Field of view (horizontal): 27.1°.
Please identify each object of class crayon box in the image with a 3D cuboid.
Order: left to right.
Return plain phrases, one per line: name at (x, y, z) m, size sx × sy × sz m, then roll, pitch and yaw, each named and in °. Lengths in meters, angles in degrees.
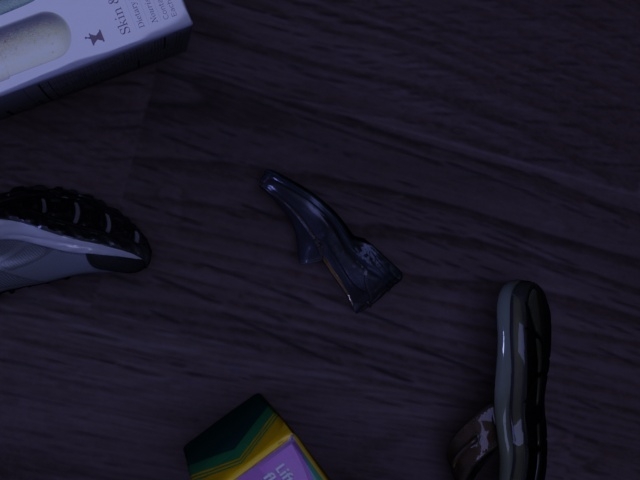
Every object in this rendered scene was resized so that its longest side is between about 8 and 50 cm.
crayon box at (0.025, 0.320, 1.161) m, size 0.106 × 0.313 × 0.363 m, roll -36°, pitch 94°, yaw -6°

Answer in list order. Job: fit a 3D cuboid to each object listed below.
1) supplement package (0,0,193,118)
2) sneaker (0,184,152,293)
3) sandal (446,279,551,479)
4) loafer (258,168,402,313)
supplement package at (-0.273, -0.225, 1.182) m, size 0.263 × 0.198 × 0.199 m, roll -22°, pitch 95°, yaw -6°
sneaker at (-0.295, 0.010, 1.244) m, size 0.272 × 0.100 × 0.108 m, roll 3°, pitch 114°, yaw -10°
sandal at (0.170, 0.188, 1.294) m, size 0.086 × 0.120 × 0.302 m, roll 3°, pitch 88°, yaw 21°
loafer at (0.000, 0.000, 1.287) m, size 0.170 × 0.062 × 0.061 m, roll 42°, pitch 90°, yaw -4°
